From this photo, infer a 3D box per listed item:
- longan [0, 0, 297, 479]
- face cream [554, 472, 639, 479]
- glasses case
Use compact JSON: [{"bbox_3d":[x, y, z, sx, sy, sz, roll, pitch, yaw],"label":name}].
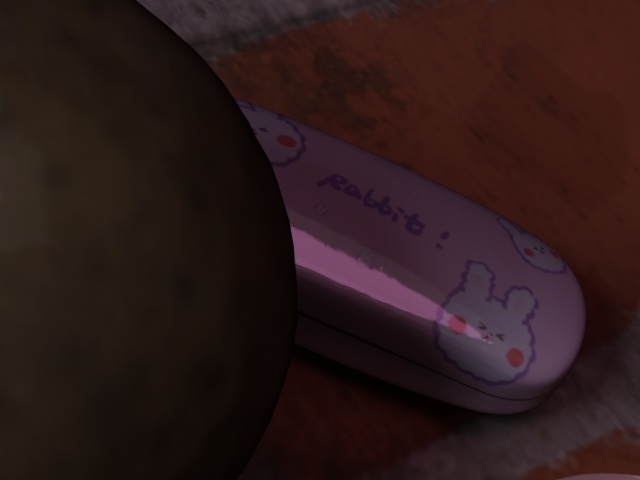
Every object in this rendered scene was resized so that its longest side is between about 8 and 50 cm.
[{"bbox_3d":[-0.184,0.016,0.572,0.350,0.288,0.288,3,48,-5],"label":"longan"},{"bbox_3d":[0.127,0.185,0.613,0.149,0.149,0.104,29,46,6],"label":"face cream"},{"bbox_3d":[0.000,0.000,0.784,0.297,0.075,0.113,24,43,-1],"label":"glasses case"}]
